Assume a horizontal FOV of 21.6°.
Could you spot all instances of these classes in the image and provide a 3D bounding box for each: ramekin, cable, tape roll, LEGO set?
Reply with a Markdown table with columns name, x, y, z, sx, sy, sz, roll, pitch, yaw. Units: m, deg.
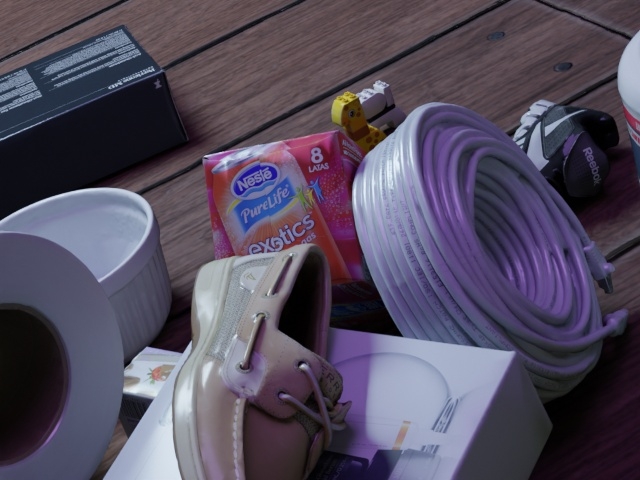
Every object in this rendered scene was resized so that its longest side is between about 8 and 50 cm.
| name | x | y | z | sx | sy | sz | roll | pitch | yaw |
| --- | --- | --- | --- | --- | --- | --- | --- | --- | --- |
| ramekin | -0.243 | 0.049 | 1.632 | 0.207 | 0.109 | 0.207 | -13 | 32 | 8 |
| cable | 0.130 | 0.012 | 1.345 | 0.089 | 0.257 | 0.257 | -31 | 3 | 30 |
| tape roll | -0.306 | 0.111 | 1.373 | 0.169 | 0.246 | 0.246 | 3 | 37 | 44 |
| LEGO set | 0.007 | -0.105 | 1.754 | 0.227 | 0.093 | 0.087 | -33 | 34 | -22 |

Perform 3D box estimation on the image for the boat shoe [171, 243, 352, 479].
| name | x | y | z | sx | sy | sz | roll | pitch | yaw |
| --- | --- | --- | --- | --- | --- | --- | --- | --- | --- |
| boat shoe | -0.034 | 0.107 | 1.162 | 0.098 | 0.109 | 0.302 | -19 | 34 | 14 |

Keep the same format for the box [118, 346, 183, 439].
| name | x | y | z | sx | sy | sz | roll | pitch | yaw |
| --- | --- | --- | --- | --- | --- | --- | --- | --- | --- |
| box | -0.037 | 0.153 | 1.401 | 0.324 | 0.067 | 0.063 | 6 | 39 | 37 |

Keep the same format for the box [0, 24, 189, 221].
| name | x | y | z | sx | sy | sz | roll | pitch | yaw |
| --- | --- | --- | --- | --- | --- | --- | --- | --- | --- |
| box | -0.311 | -0.137 | 1.969 | 0.261 | 0.103 | 0.184 | -24 | 28 | -10 |

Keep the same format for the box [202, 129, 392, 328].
| name | x | y | z | sx | sy | sz | roll | pitch | yaw |
| --- | --- | --- | --- | --- | --- | --- | --- | --- | --- |
| box | 0.000 | 0.000 | 1.431 | 0.123 | 0.128 | 0.257 | -11 | -11 | 13 |

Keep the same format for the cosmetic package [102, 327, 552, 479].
| name | x | y | z | sx | sy | sz | roll | pitch | yaw |
| --- | --- | --- | --- | --- | --- | --- | --- | --- | --- |
| cosmetic package | -0.041 | 0.230 | 1.189 | 0.284 | 0.097 | 0.377 | 4 | 49 | 36 |

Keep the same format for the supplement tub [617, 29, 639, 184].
| name | x | y | z | sx | sy | sz | roll | pitch | yaw |
| --- | --- | --- | --- | --- | --- | --- | --- | --- | --- |
| supplement tub | 0.346 | -0.044 | 1.301 | 0.191 | 0.272 | 0.191 | -14 | 31 | 9 |

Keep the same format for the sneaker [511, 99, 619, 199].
| name | x | y | z | sx | sy | sz | roll | pitch | yaw |
| --- | --- | --- | --- | --- | --- | --- | --- | --- | --- |
| sneaker | 0.216 | -0.063 | 1.591 | 0.106 | 0.078 | 0.234 | 1 | 34 | 34 |
